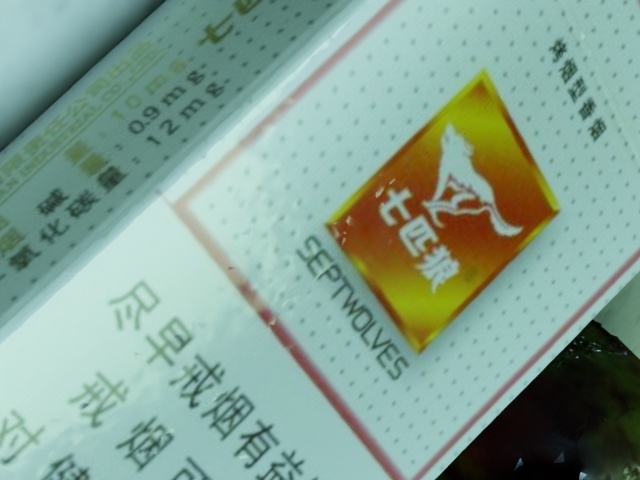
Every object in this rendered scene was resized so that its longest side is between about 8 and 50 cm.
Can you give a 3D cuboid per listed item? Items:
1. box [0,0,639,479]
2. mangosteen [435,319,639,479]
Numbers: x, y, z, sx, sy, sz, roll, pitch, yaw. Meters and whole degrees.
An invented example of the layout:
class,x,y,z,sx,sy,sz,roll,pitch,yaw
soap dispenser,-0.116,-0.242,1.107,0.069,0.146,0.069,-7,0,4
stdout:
class,x,y,z,sx,sy,sz,roll,pitch,yaw
box,0.001,0.001,0.592,0.330,0.095,0.210,-43,131,-8
mangosteen,0.177,0.248,0.949,0.381,0.421,0.381,-51,-164,20
